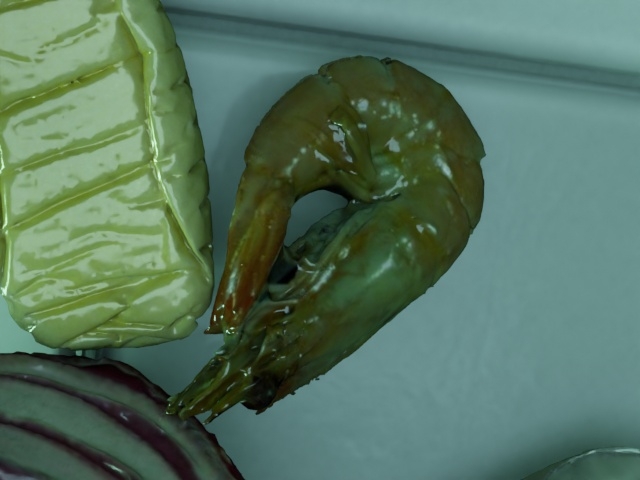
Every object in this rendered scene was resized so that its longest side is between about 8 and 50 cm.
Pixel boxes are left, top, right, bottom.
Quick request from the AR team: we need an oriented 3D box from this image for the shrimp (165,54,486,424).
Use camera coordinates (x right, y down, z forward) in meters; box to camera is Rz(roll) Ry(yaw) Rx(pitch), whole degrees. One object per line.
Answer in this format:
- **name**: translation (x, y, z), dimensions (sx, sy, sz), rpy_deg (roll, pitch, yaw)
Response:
- **shrimp**: translation (-0.001, 0.000, 0.858), dimensions (0.267, 0.061, 0.145), rpy_deg (-48, 113, -24)

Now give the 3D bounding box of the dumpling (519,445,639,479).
- **dumpling**: translation (0.178, 0.263, 0.928), dimensions (0.341, 0.181, 0.260), rpy_deg (-28, 94, 21)

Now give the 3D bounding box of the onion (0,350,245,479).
- **onion**: translation (-0.156, 0.176, 0.879), dimensions (0.314, 0.146, 0.280), rpy_deg (13, 139, 0)

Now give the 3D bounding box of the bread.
- **bread**: translation (-0.136, -0.057, 0.854), dimensions (0.140, 0.106, 0.236), rpy_deg (-13, 103, -6)
